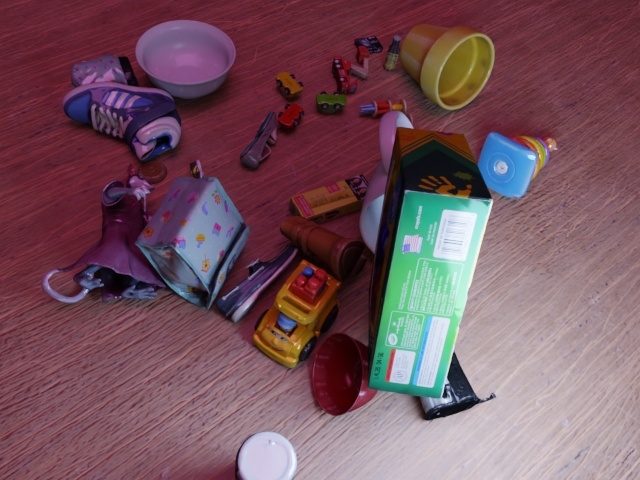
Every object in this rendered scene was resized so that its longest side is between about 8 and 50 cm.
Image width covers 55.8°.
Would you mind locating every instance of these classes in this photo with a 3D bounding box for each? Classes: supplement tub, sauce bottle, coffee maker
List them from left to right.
[{"bbox_3d":[-0.111,0.461,1.197,0.117,0.190,0.117,3,56,-5],"label":"supplement tub"},{"bbox_3d":[0.244,-0.632,2.039,0.042,0.128,0.042,3,56,-4],"label":"sauce bottle"},{"bbox_3d":[0.288,0.313,1.421,0.171,0.120,0.178,5,52,-36],"label":"coffee maker"}]

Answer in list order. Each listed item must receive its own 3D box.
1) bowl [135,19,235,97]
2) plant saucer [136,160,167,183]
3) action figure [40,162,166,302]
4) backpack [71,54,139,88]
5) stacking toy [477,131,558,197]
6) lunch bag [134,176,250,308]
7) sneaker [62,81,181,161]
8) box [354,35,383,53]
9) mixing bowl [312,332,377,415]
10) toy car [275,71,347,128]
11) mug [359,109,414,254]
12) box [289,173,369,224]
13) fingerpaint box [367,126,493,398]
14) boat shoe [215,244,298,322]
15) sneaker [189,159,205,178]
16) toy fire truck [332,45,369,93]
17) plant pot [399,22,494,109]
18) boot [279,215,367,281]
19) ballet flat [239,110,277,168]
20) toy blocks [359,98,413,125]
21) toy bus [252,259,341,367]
[{"bbox_3d":[-0.412,-0.536,1.870,0.298,0.134,0.298,4,55,-6],"label":"bowl"},{"bbox_3d":[-0.475,-0.196,1.700,0.083,0.015,0.083,4,55,-6],"label":"plant saucer"},{"bbox_3d":[-0.492,-0.022,1.507,0.275,0.248,0.370,-17,57,12],"label":"action figure"},{"bbox_3d":[-0.649,-0.479,1.808,0.182,0.115,0.152,-18,63,-17],"label":"backpack"},{"bbox_3d":[0.633,-0.263,1.849,0.302,0.166,0.175,-26,49,-37],"label":"stacking toy"},{"bbox_3d":[-0.282,0.012,1.450,0.160,0.262,0.223,3,51,29],"label":"lunch bag"},{"bbox_3d":[-0.557,-0.325,1.705,0.322,0.130,0.236,-4,52,-18],"label":"sneaker"},{"bbox_3d":[0.170,-0.689,2.134,0.083,0.018,0.067,-14,59,-17],"label":"box"},{"bbox_3d":[0.073,0.303,1.365,0.098,0.181,0.181,12,50,-34],"label":"mixing bowl"},{"bbox_3d":[-0.030,-0.431,1.907,0.225,0.053,0.239,0,56,-9],"label":"toy car"},{"bbox_3d":[0.244,-0.165,1.583,0.276,0.374,0.328,-13,37,27],"label":"mug"},{"bbox_3d":[0.034,-0.110,1.691,0.232,0.058,0.087,-19,61,-20],"label":"box"},{"bbox_3d":[0.201,0.032,1.270,0.163,0.445,0.371,8,28,1],"label":"fingerpaint box"},{"bbox_3d":[-0.156,0.092,1.507,0.079,0.095,0.254,40,68,5],"label":"boat shoe"},{"bbox_3d":[-0.350,-0.190,1.710,0.035,0.031,0.083,-17,55,-3],"label":"sneaker"},{"bbox_3d":[0.110,-0.572,2.027,0.135,0.047,0.192,-5,57,-13],"label":"toy fire truck"},{"bbox_3d":[0.395,-0.593,1.979,0.254,0.254,0.239,-26,48,-24],"label":"plant pot"},{"bbox_3d":[0.000,0.000,1.493,0.220,0.283,0.109,32,95,12],"label":"boot"},{"bbox_3d":[-0.168,-0.294,1.793,0.068,0.072,0.213,38,55,-16],"label":"ballet flat"},{"bbox_3d":[0.206,-0.395,1.916,0.148,0.054,0.123,-7,57,-13],"label":"toy blocks"},{"bbox_3d":[-0.048,0.155,1.407,0.149,0.211,0.220,32,59,11],"label":"toy bus"}]
